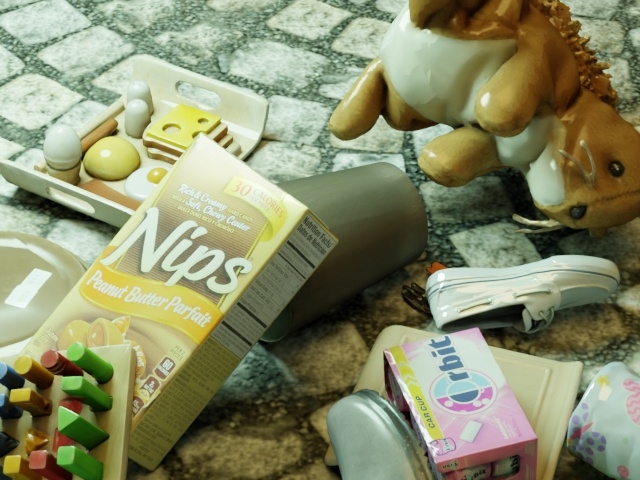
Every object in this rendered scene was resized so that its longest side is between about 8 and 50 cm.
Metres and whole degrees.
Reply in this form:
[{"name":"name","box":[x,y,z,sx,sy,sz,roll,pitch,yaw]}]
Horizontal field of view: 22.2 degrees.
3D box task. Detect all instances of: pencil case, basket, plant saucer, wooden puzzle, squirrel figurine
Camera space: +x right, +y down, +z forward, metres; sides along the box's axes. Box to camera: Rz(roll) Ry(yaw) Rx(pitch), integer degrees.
[{"name":"pencil case","box":[0.385,0.225,1.647,0.273,0.113,0.124,27,31,28]},{"name":"basket","box":[0.000,0.000,1.895,0.227,0.154,0.204,-20,47,-30]},{"name":"plant saucer","box":[-0.383,0.074,1.872,0.278,0.041,0.278,1,37,-1]},{"name":"wooden puzzle","box":[0.146,0.190,1.746,0.238,0.044,0.221,8,39,16]},{"name":"squirrel figurine","box":[0.268,-0.182,2.000,0.370,0.281,0.397,36,32,6]}]

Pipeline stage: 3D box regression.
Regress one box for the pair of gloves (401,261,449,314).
[{"name":"pair of gloves","box":[0.142,0.061,1.929,0.074,0.010,0.083,31,50,30]}]

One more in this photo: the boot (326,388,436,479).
[{"name":"boot","box":[0.009,0.292,1.528,0.223,0.118,0.338,-12,46,-16]}]

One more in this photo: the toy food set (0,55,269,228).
[{"name":"toy food set","box":[-0.234,-0.132,2.094,0.220,0.092,0.306,21,43,23]}]

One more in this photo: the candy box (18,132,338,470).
[{"name":"candy box","box":[-0.152,0.062,1.729,0.183,0.087,0.316,36,85,35]}]

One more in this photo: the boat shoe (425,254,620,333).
[{"name":"boat shoe","box":[0.236,0.073,1.877,0.226,0.083,0.076,-6,58,0]}]

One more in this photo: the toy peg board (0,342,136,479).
[{"name":"toy peg board","box":[-0.278,0.177,1.628,0.160,0.079,0.161,-6,64,18]}]

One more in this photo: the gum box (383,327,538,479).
[{"name":"gum box","box":[0.143,0.180,1.670,0.107,0.062,0.188,-12,38,-10]}]
